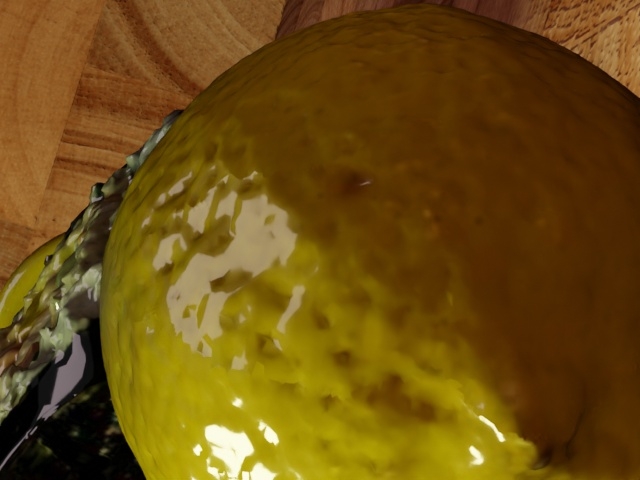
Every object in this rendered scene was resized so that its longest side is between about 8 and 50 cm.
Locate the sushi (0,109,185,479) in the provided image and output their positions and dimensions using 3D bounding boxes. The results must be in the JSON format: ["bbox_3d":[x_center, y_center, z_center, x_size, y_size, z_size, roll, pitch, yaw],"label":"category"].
[{"bbox_3d":[-0.087,0.118,1.117,0.328,0.285,0.328,-49,14,15],"label":"sushi"}]

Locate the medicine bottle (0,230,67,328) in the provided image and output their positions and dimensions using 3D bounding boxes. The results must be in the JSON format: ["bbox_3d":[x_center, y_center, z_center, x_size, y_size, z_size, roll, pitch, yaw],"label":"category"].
[{"bbox_3d":[-0.152,0.115,1.488,0.384,0.224,0.224,47,-121,-80],"label":"medicine bottle"}]

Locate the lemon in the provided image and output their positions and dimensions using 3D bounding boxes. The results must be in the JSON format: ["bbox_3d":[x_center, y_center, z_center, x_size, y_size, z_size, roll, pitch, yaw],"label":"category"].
[{"bbox_3d":[0.037,0.030,0.618,0.267,0.267,0.267,-163,90,-81],"label":"lemon"}]
